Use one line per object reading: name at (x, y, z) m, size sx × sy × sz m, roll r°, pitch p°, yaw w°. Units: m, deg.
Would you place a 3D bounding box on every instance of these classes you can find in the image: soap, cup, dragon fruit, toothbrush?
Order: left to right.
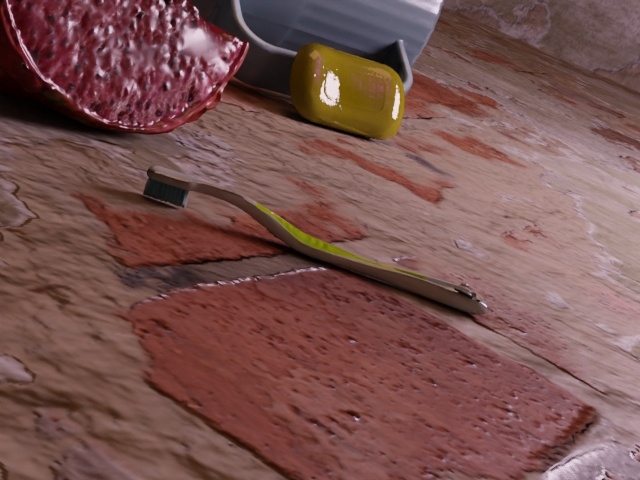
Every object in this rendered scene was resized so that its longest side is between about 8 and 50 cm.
dragon fruit at (-0.215, -0.170, 1.014) m, size 0.262 × 0.134 × 0.211 m, roll 28°, pitch -3°, yaw -41°
cup at (-0.019, -0.319, 1.468) m, size 0.311 × 0.257 × 0.331 m, roll 14°, pitch 16°, yaw -28°
toothbrush at (0.000, 0.000, 0.885) m, size 0.263 × 0.026 × 0.022 m, roll 20°, pitch 23°, yaw -5°
soap at (0.028, -0.158, 1.327) m, size 0.140 × 0.089 × 0.045 m, roll 13°, pitch -21°, yaw -26°
